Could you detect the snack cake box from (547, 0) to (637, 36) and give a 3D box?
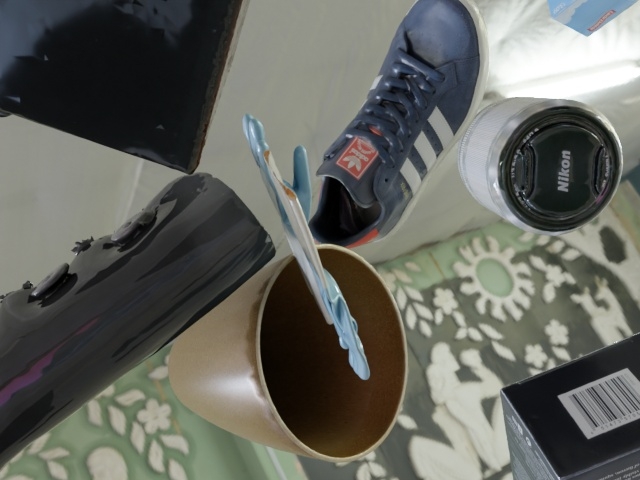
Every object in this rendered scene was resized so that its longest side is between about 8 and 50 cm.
[{"bbox_3d":[0.443,-0.437,1.010,0.089,0.152,0.264,13,-30,-30],"label":"snack cake box"}]

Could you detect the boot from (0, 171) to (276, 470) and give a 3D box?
[{"bbox_3d":[-0.214,0.119,0.554,0.445,0.146,0.367,-34,24,-17],"label":"boot"}]

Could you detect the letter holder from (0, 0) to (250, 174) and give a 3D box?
[{"bbox_3d":[-0.086,-0.227,0.382,0.152,0.214,0.302,19,-40,-8],"label":"letter holder"}]

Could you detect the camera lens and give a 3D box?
[{"bbox_3d":[0.366,-0.137,1.229,0.219,0.219,0.274,-29,14,2],"label":"camera lens"}]

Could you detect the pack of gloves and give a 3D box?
[{"bbox_3d":[0.000,0.000,0.637,0.046,0.195,0.232,-26,-53,-6],"label":"pack of gloves"}]

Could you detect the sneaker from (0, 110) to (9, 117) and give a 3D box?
[{"bbox_3d":[-0.337,-0.189,0.753,0.109,0.130,0.286,-46,-5,29],"label":"sneaker"}]

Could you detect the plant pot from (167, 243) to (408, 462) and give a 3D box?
[{"bbox_3d":[-0.067,0.146,0.861,0.254,0.237,0.237,-17,-5,42],"label":"plant pot"}]

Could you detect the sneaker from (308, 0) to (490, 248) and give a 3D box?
[{"bbox_3d":[0.079,-0.123,0.843,0.148,0.131,0.350,-24,-37,-45],"label":"sneaker"}]

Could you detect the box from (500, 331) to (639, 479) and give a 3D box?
[{"bbox_3d":[0.524,0.410,1.301,0.294,0.212,0.395,-20,-53,-4],"label":"box"}]
